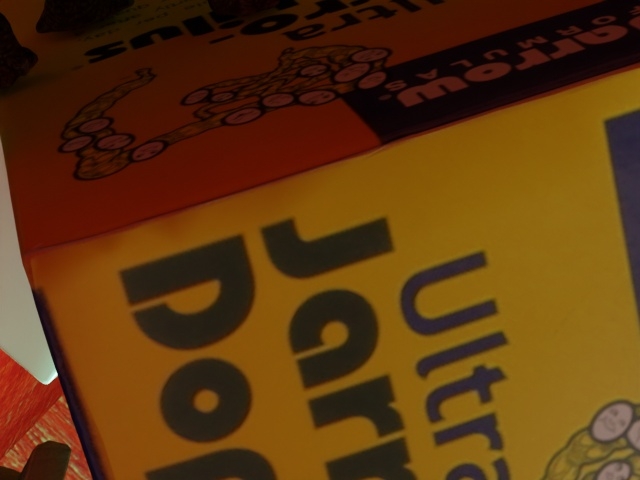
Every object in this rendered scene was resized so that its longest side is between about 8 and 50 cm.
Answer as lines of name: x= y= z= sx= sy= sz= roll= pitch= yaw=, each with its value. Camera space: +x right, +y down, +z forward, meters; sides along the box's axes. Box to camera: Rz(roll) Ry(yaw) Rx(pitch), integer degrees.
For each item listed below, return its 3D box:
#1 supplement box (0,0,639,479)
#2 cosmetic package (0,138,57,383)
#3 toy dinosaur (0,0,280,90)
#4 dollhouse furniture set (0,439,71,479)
supplement box: x=0.000 y=0.000 z=0.549 sx=0.195 sy=0.194 sz=0.356 roll=-18 pitch=-157 yaw=-8
cosmetic package: x=-0.097 y=-0.074 z=0.863 sx=0.224 sy=0.138 sz=0.224 roll=-50 pitch=176 yaw=30
toy dinosaur: x=-0.094 y=-0.123 z=0.432 sx=0.121 sy=0.160 sz=0.313 roll=9 pitch=-148 yaw=44
dollhouse furniture set: x=-0.198 y=0.071 z=0.475 sx=0.161 sy=0.212 sz=0.242 roll=127 pitch=-22 yaw=-51
